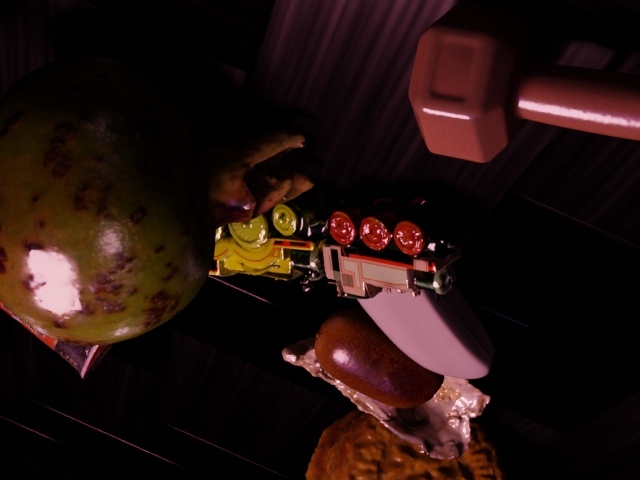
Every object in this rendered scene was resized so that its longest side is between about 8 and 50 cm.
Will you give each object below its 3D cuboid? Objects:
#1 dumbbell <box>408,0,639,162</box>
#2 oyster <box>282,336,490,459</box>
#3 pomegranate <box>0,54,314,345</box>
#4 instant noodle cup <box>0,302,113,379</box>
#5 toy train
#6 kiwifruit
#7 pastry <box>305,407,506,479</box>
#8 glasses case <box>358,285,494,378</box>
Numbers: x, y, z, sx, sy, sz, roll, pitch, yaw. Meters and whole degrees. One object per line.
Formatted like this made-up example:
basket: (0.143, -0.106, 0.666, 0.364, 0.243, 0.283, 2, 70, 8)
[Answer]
dumbbell: (0.163, -0.074, 0.738, 0.231, 0.092, 0.082, 12, -179, 23)
oyster: (0.069, 0.135, 1.295, 0.200, 0.106, 0.061, 42, 179, -5)
pomegranate: (-0.136, -0.032, 0.978, 0.263, 0.211, 0.211, -6, 151, 5)
instant noodle cup: (-0.258, 0.052, 1.353, 0.136, 0.127, 0.127, 32, 156, 0)
toy train: (0.000, 0.000, 1.043, 0.250, 0.053, 0.085, 5, 111, 36)
kiwifruit: (0.053, 0.106, 1.224, 0.125, 0.075, 0.075, 24, 157, -12)
pastry: (0.088, 0.241, 1.344, 0.189, 0.188, 0.103, 28, 153, -9)
glasses case: (0.082, 0.058, 1.124, 0.076, 0.049, 0.197, 3, 148, 37)
